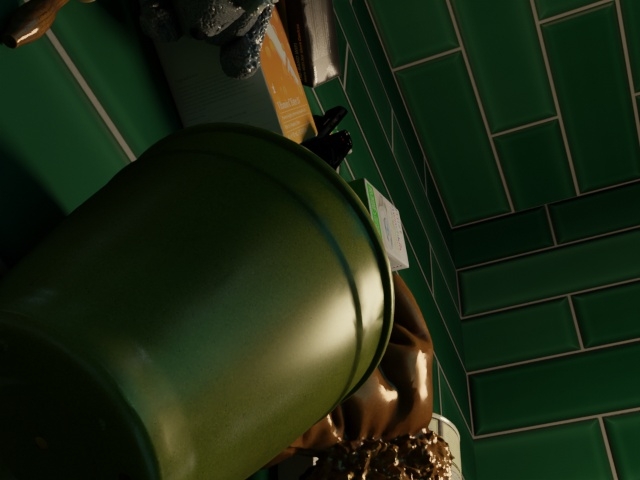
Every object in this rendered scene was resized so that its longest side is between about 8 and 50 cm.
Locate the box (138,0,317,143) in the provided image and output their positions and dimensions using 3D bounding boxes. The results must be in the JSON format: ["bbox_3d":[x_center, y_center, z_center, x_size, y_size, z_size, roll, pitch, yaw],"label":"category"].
[{"bbox_3d":[-0.154,-0.309,1.334,0.215,0.168,0.345,-49,122,-70],"label":"box"}]

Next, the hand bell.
[{"bbox_3d":[-0.321,-0.306,0.962,0.126,0.126,0.242,62,33,-36],"label":"hand bell"}]

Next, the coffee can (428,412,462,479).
[{"bbox_3d":[0.219,0.551,1.729,0.275,0.202,0.201,-81,151,-54],"label":"coffee can"}]

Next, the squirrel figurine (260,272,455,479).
[{"bbox_3d":[0.012,0.276,1.118,0.370,0.281,0.397,-4,64,-59],"label":"squirrel figurine"}]

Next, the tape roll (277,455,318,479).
[{"bbox_3d":[0.031,0.486,1.413,0.392,0.072,0.391,-15,90,-74],"label":"tape roll"}]

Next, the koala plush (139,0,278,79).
[{"bbox_3d":[-0.148,-0.354,1.088,0.221,0.196,0.203,-108,-137,-80],"label":"koala plush"}]

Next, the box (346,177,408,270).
[{"bbox_3d":[0.000,0.000,1.403,0.231,0.262,0.126,33,45,-67],"label":"box"}]

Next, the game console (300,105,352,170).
[{"bbox_3d":[-0.021,-0.184,1.498,0.044,0.213,0.361,64,28,-20],"label":"game console"}]

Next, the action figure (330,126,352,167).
[{"bbox_3d":[0.023,-0.276,2.065,0.232,0.064,0.137,4,75,-69],"label":"action figure"}]

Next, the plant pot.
[{"bbox_3d":[-0.159,0.104,0.745,0.353,0.367,0.366,-41,115,-58],"label":"plant pot"}]

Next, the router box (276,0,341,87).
[{"bbox_3d":[-0.085,-0.466,1.466,0.081,0.243,0.308,-31,129,-31],"label":"router box"}]
